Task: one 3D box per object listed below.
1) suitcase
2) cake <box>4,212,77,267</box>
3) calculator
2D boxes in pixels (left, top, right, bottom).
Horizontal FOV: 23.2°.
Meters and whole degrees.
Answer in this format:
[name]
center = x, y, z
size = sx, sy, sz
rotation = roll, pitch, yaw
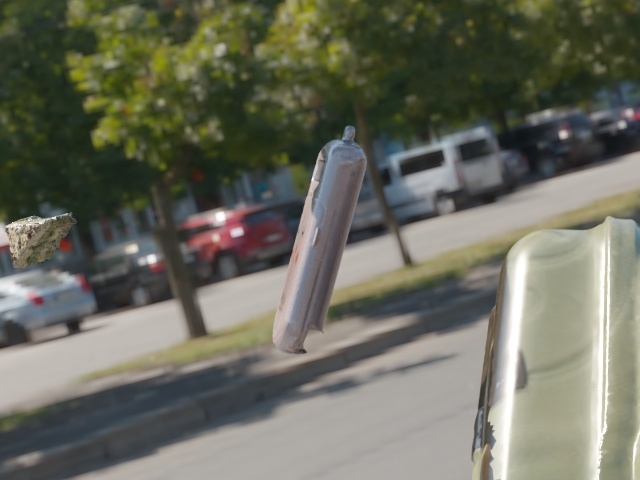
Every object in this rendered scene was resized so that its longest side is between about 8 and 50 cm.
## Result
[suitcase]
center = 0.184, 0.153, 0.887
size = 0.194, 0.351, 0.339
rotation = 3, 49, 9
[cake]
center = -0.301, -0.001, 1.692
size = 0.051, 0.055, 0.140
rotation = -12, 3, -26
[calculator]
center = 0.000, 0.000, 1.152
size = 0.032, 0.175, 0.100
rotation = 15, 1, -6
